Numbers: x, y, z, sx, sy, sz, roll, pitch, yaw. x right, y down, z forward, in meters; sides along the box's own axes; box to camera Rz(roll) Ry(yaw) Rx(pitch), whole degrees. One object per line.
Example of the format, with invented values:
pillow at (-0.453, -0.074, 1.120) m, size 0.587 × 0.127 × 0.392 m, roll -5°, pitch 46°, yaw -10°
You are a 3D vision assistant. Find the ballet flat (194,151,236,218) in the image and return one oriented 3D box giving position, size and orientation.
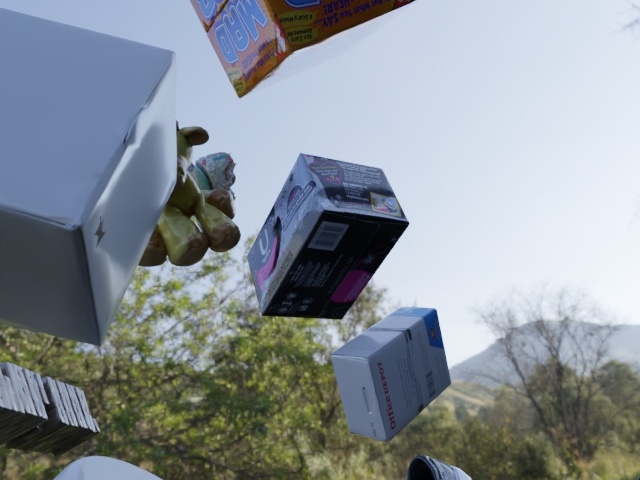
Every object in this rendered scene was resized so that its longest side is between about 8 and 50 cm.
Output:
ballet flat at (-0.197, -0.090, 1.131) m, size 0.077 × 0.091 × 0.241 m, roll -36°, pitch -11°, yaw -24°

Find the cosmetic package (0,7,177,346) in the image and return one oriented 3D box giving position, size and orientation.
cosmetic package at (-0.310, -0.075, 0.434) m, size 0.366 × 0.197 × 0.155 m, roll 15°, pitch -41°, yaw -3°

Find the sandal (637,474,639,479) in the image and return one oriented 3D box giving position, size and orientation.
sandal at (0.366, 0.334, 0.663) m, size 0.219 × 0.060 × 0.090 m, roll -36°, pitch 25°, yaw -25°

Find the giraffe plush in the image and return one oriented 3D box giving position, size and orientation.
giraffe plush at (-0.220, -0.086, 0.862) m, size 0.181 × 0.210 × 0.170 m, roll -20°, pitch -45°, yaw -22°

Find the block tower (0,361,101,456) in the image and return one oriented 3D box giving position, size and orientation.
block tower at (-0.482, 0.274, 0.947) m, size 0.091 × 0.097 × 0.335 m, roll -28°, pitch -26°, yaw -7°

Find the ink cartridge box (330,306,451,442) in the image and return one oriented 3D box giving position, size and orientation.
ink cartridge box at (0.117, 0.203, 0.923) m, size 0.082 × 0.139 × 0.191 m, roll -2°, pitch 15°, yaw 45°

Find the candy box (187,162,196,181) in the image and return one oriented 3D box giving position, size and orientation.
candy box at (-0.384, -0.194, 1.608) m, size 0.053 × 0.186 × 0.109 m, roll -32°, pitch -28°, yaw -20°

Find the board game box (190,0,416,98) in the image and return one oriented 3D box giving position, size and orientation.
board game box at (-0.069, -0.600, 1.353) m, size 0.356 × 0.356 × 0.356 m, roll -30°, pitch 9°, yaw -23°

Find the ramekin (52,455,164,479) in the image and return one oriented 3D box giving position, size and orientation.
ramekin at (-0.172, 0.329, 0.547) m, size 0.277 × 0.135 × 0.277 m, roll 34°, pitch -13°, yaw 9°

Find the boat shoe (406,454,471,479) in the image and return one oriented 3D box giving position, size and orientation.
boat shoe at (0.113, 0.294, 0.581) m, size 0.076 × 0.228 × 0.080 m, roll 31°, pitch -69°, yaw 1°

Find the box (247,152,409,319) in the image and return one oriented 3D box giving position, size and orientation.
box at (0.000, 0.000, 0.965) m, size 0.163 × 0.142 × 0.247 m, roll 7°, pitch -48°, yaw -28°
